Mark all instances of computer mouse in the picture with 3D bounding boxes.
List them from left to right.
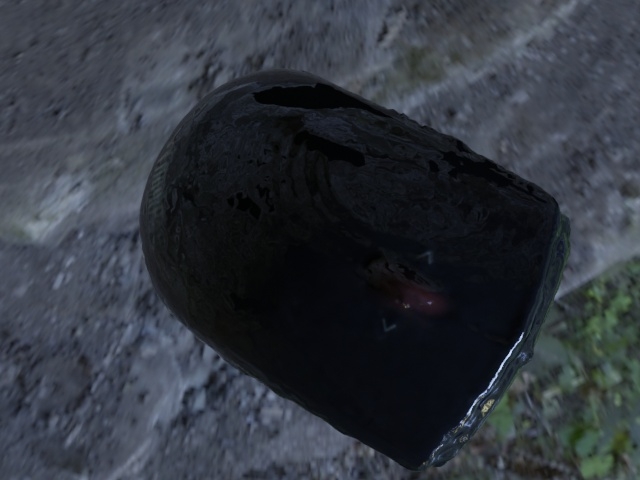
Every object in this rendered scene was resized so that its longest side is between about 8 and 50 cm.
[{"bbox_3d":[0.000,0.000,0.917,0.269,0.100,0.170,29,97,27],"label":"computer mouse"}]
